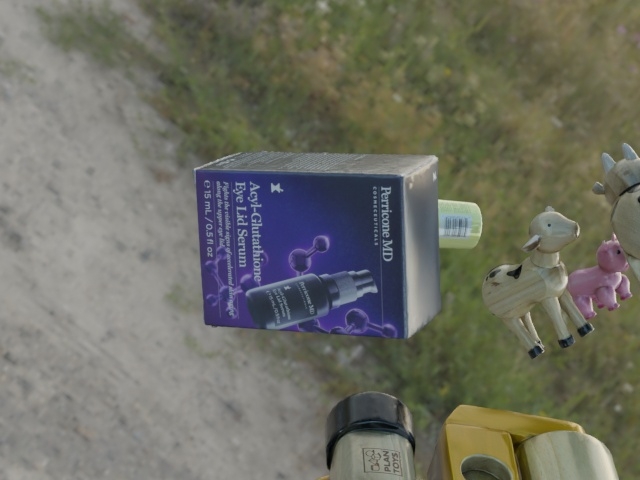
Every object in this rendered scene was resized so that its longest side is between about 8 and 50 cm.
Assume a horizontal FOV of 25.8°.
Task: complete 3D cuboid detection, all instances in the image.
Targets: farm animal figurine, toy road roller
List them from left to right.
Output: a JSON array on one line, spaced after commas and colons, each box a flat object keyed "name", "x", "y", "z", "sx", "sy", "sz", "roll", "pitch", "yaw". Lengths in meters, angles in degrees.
[{"name": "toy road roller", "x": 0.130, "y": 0.311, "z": 1.411, "sx": 0.329, "sy": 0.240, "sz": 0.202, "roll": 7, "pitch": 34, "yaw": -7}, {"name": "farm animal figurine", "x": 0.344, "y": -0.011, "z": 1.563, "sx": 0.172, "sy": 0.330, "sz": 0.327, "roll": 60, "pitch": -6, "yaw": -2}]

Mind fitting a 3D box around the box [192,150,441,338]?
[{"name": "box", "x": 0.000, "y": 0.000, "z": 1.291, "sx": 0.207, "sy": 0.153, "sz": 0.108, "roll": 1, "pitch": 13, "yaw": 22}]

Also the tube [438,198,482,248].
[{"name": "tube", "x": 0.085, "y": -0.026, "z": 1.765, "sx": 0.240, "sy": 0.062, "sz": 0.070, "roll": 3, "pitch": 26, "yaw": -22}]
